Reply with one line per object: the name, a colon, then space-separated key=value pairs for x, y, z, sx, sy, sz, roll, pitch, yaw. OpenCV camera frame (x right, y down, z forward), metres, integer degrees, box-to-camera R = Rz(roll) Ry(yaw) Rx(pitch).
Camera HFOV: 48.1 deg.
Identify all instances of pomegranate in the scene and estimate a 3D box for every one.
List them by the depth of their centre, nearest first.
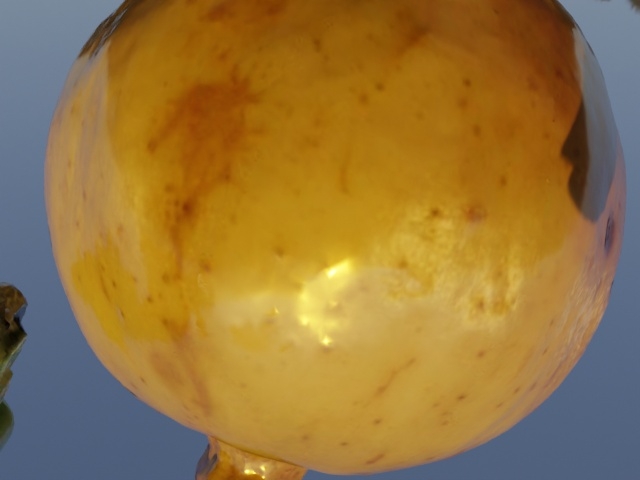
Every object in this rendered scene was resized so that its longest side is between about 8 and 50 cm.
pomegranate: x=0.000 y=0.000 z=0.490 sx=0.409 sy=0.410 sz=0.410 roll=0 pitch=-137 yaw=0

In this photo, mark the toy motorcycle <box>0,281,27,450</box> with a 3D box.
toy motorcycle: x=-0.251 y=0.166 z=0.383 sx=0.109 sy=0.198 sz=0.297 roll=28 pitch=-125 yaw=-11
